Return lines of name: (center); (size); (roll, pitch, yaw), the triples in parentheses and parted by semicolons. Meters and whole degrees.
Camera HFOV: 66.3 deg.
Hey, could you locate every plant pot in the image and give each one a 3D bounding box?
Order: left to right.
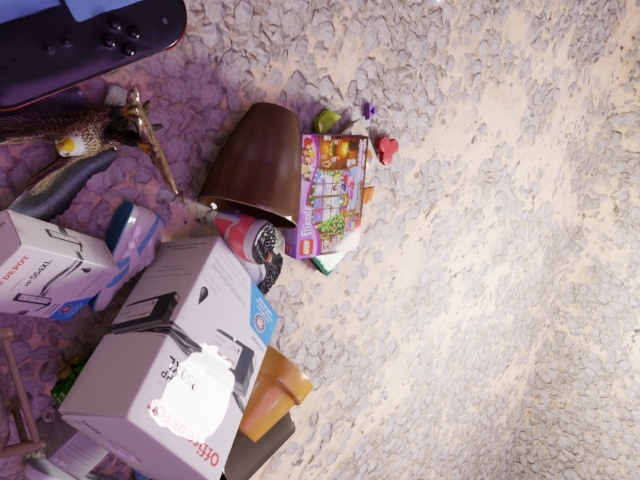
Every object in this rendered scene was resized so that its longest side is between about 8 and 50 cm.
plant pot: (-0.153, 0.377, 1.205); (0.188, 0.205, 0.205); (-52, 133, -25)
plant pot: (-0.124, -0.165, 1.047); (0.215, 0.215, 0.231); (23, 79, -43)

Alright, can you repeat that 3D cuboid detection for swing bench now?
swing bench: (-0.626, 0.257, 0.802); (0.254, 0.165, 0.254); (-18, 119, -34)

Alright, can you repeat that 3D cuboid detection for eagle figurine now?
eagle figurine: (-0.425, -0.160, 0.819); (0.298, 0.225, 0.227); (-16, 77, -2)

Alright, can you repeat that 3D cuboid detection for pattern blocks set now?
pattern blocks set: (0.073, -0.211, 1.270); (0.285, 0.026, 0.325); (46, 70, -38)

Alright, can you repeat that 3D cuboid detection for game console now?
game console: (-0.415, -0.428, 0.712); (0.342, 0.060, 0.387); (-34, 111, -26)

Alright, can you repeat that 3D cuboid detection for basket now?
basket: (-0.191, 0.523, 1.296); (0.226, 0.154, 0.205); (-30, 117, -33)

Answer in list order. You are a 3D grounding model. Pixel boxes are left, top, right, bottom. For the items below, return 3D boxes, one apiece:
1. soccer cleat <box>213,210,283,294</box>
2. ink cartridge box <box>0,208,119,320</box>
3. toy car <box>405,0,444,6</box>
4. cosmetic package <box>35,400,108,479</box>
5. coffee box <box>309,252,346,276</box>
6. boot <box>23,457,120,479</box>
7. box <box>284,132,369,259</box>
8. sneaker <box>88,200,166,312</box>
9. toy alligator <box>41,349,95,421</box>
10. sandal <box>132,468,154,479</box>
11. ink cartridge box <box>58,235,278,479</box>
soccer cleat: (-0.161, 0.035, 1.125); (0.109, 0.116, 0.318); (-59, 166, -25)
ink cartridge box: (-0.476, 0.050, 0.829); (0.148, 0.086, 0.203); (-42, 155, 7)
toy car: (0.285, -0.674, 1.211); (0.181, 0.136, 0.159); (-11, 115, -37)
cosmetic package: (-0.449, 0.348, 1.017); (0.238, 0.127, 0.107); (-40, 129, -19)
coffee box: (0.000, 0.000, 1.311); (0.113, 0.040, 0.184); (-51, 131, -14)
boot: (-0.541, 0.557, 1.042); (0.123, 0.095, 0.258); (-57, 134, -16)
box: (0.015, -0.110, 1.191); (0.200, 0.057, 0.294); (-8, 109, -36)
sneaker: (-0.387, 0.041, 0.971); (0.092, 0.087, 0.229); (25, 92, -46)
toy alligator: (-0.496, 0.281, 0.954); (0.051, 0.190, 0.056); (-23, 111, 17)
sandal: (-0.383, 0.545, 1.148); (0.126, 0.138, 0.318); (-10, 112, -35)
ink cartridge box: (-0.264, 0.231, 0.975); (0.286, 0.166, 0.395); (61, 34, -38)
